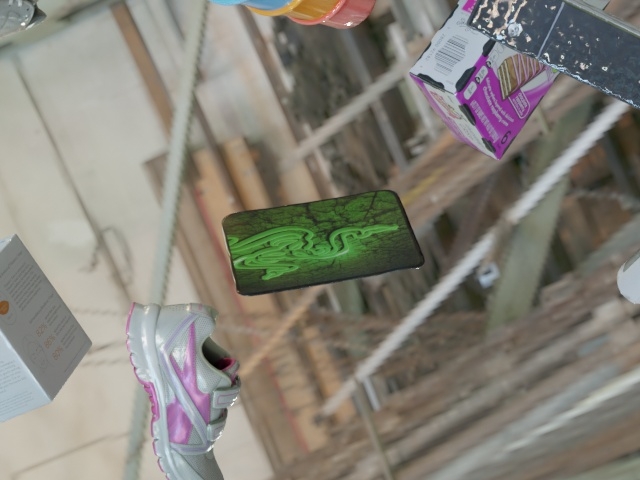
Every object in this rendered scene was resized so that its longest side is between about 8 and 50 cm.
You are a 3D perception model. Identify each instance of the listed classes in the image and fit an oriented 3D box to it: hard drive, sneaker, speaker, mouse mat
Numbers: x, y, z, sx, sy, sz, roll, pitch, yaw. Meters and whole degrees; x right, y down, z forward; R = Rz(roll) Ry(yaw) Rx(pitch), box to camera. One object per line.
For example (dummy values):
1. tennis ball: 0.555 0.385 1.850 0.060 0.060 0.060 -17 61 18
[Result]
1. hard drive: 0.298 -0.148 1.365 0.338 0.064 0.237 27 -168 4
2. sneaker: -0.369 -0.272 1.652 0.262 0.121 0.099 -8 -97 -88
3. speaker: 0.368 0.028 1.673 0.136 0.055 0.055 105 146 -74
4. sneaker: -0.140 0.182 1.746 0.103 0.111 0.252 -92 -11 -70
5. mouse mat: 0.000 0.000 1.544 0.153 0.189 0.007 -108 10 -56

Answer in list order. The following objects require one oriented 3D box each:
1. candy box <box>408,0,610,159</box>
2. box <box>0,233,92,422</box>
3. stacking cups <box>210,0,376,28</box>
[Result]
1. candy box: 0.211 -0.225 1.665 0.071 0.233 0.159 30 172 33
2. box: -0.370 0.103 1.801 0.170 0.091 0.130 58 -152 -17
3. stacking cups: -0.056 -0.227 1.197 0.316 0.096 0.096 0 -113 -62
